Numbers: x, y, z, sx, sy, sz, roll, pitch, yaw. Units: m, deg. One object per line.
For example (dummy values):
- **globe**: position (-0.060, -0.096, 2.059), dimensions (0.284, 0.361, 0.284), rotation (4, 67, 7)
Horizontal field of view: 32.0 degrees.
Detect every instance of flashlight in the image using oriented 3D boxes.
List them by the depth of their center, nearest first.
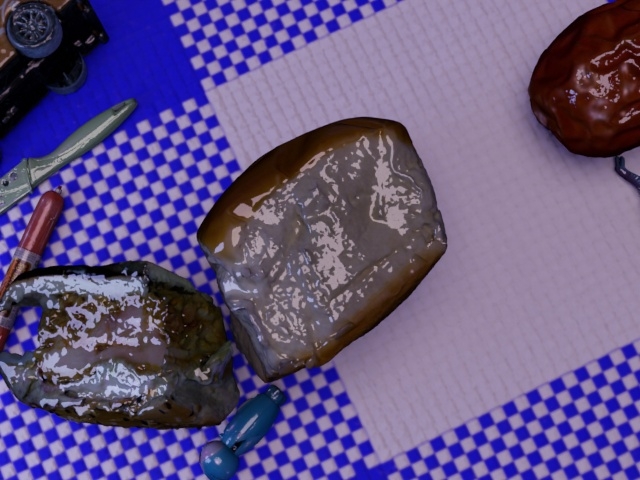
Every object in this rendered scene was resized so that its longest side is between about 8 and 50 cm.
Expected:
- **flashlight**: position (-0.088, 0.223, 1.289), dimensions (0.051, 0.051, 0.129), rotation (42, 78, 8)

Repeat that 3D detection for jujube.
- **jujube**: position (0.362, -0.198, 1.283), dimensions (0.250, 0.174, 0.174), rotation (-30, 80, 0)

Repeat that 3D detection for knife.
- **knife**: position (-0.346, -0.088, 1.364), dimensions (0.293, 0.020, 0.043), rotation (-38, 83, -4)

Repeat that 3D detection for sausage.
- **sausage**: position (-0.362, 0.050, 1.334), dimensions (0.034, 0.034, 0.253), rotation (19, 82, 5)

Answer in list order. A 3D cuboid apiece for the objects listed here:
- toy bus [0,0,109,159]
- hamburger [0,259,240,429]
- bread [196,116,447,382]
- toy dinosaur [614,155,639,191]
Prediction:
- **toy bus**: position (-0.430, -0.203, 1.318), dimensions (0.194, 0.162, 0.323), rotation (43, 82, 9)
- **hamburger**: position (-0.210, 0.123, 1.247), dimensions (0.288, 0.192, 0.168), rotation (-3, 72, 32)
- **bread**: position (0.000, 0.000, 1.231), dimensions (0.279, 0.250, 0.225), rotation (-35, 88, -10)
- **toy dinosaur**: position (0.421, -0.033, 1.317), dimensions (0.080, 0.045, 0.197), rotation (-40, 74, 8)
